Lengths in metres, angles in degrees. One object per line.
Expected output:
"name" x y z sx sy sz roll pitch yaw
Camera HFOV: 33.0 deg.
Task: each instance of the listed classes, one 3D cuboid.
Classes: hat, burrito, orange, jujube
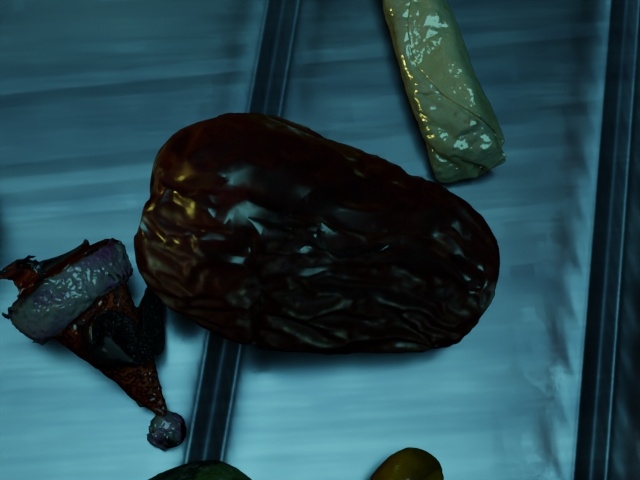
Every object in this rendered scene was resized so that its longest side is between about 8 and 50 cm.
"hat" -0.198 0.102 1.024 0.129 0.140 0.227 -34 93 -3
"burrito" 0.123 -0.197 1.161 0.082 0.059 0.275 -17 76 6
"orange" 0.076 0.239 1.029 0.062 0.086 0.086 21 72 25
"jujube" 0.000 0.000 1.034 0.342 0.216 0.216 15 74 -7

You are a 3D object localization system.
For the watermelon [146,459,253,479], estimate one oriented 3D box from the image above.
"watermelon" -0.136 0.319 0.952 0.260 0.256 0.176 -10 120 -15
